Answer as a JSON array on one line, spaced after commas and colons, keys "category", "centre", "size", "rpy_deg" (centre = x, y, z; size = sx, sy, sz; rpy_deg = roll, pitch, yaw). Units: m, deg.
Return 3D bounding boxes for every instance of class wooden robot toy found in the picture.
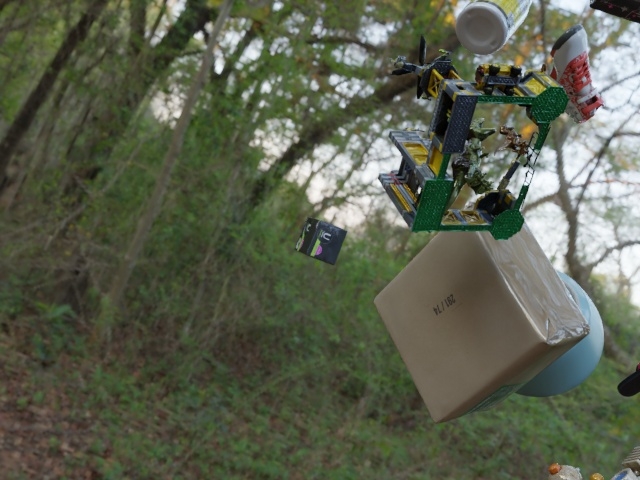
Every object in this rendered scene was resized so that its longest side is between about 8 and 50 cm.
[{"category": "wooden robot toy", "centre": [0.270, 0.256, 0.815], "size": [0.079, 0.173, 0.076], "rpy_deg": [51, -9, 7]}]

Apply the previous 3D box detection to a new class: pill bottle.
[{"category": "pill bottle", "centre": [0.391, -0.508, 1.781], "size": [0.119, 0.208, 0.119], "rpy_deg": [21, -45, 22]}]

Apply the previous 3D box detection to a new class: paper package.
[{"category": "paper package", "centre": [0.301, 0.143, 1.547], "size": [0.168, 0.325, 0.309], "rpy_deg": [-1, 54, -39]}]

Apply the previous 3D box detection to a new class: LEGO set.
[{"category": "LEGO set", "centre": [0.228, -0.166, 1.295], "size": [0.255, 0.331, 0.192], "rpy_deg": [-8, 38, -14]}]

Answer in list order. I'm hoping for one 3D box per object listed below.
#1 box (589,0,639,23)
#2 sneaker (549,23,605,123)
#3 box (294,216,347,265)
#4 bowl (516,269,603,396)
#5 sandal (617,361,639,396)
[{"category": "box", "centre": [0.549, -0.415, 1.192], "size": [0.247, 0.163, 0.142], "rpy_deg": [14, -19, -13]}, {"category": "sneaker", "centre": [0.594, -0.370, 1.827], "size": [0.145, 0.090, 0.270], "rpy_deg": [54, -6, 21]}, {"category": "box", "centre": [0.000, 0.000, 1.311], "size": [0.052, 0.062, 0.083], "rpy_deg": [22, 0, -17]}, {"category": "bowl", "centre": [0.493, 0.182, 1.828], "size": [0.311, 0.311, 0.163], "rpy_deg": [25, -20, 23]}, {"category": "sandal", "centre": [0.700, 0.266, 1.696], "size": [0.067, 0.179, 0.040], "rpy_deg": [30, 33, -23]}]
